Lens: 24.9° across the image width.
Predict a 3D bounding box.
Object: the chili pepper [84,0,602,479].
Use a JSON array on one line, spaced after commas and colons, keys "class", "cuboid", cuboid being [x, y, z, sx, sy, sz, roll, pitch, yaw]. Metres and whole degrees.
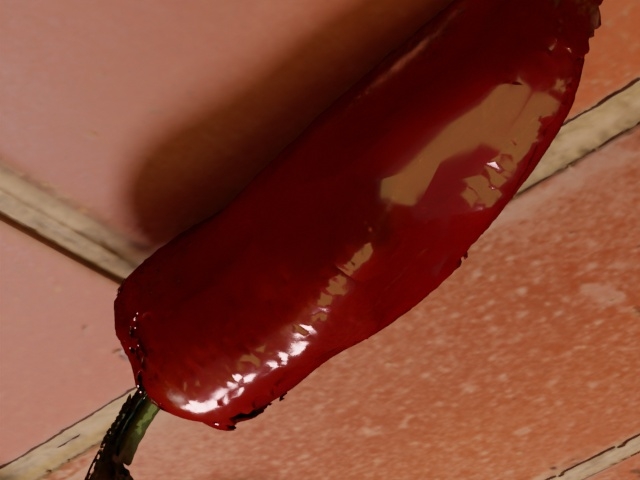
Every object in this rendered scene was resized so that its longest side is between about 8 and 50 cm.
[{"class": "chili pepper", "cuboid": [0.000, 0.000, 0.718, 0.110, 0.110, 0.387, 26, 124, -39]}]
